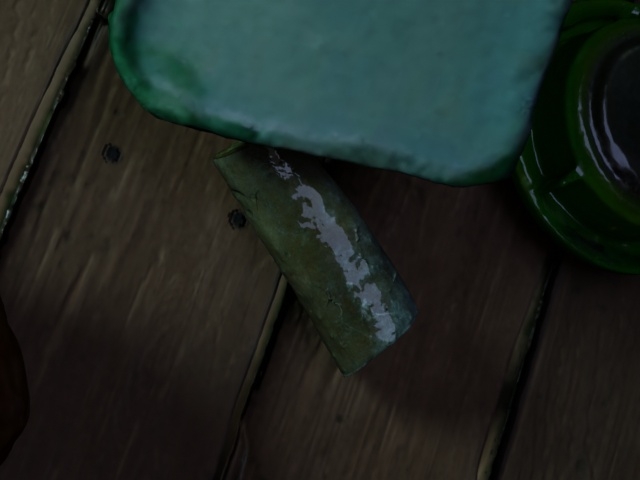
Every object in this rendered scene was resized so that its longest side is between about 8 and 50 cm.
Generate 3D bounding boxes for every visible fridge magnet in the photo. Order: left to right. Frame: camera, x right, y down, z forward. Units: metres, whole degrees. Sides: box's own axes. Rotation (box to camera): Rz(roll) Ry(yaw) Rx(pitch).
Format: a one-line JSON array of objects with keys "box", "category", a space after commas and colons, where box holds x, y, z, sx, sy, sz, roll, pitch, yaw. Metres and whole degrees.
[{"box": [0.222, -0.078, 1.219, 0.208, 0.088, 0.208, 6, 77, -28], "category": "fridge magnet"}]

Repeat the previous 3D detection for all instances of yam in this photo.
[{"box": [0.000, 0.000, 1.094, 0.068, 0.068, 0.169, -34, 98, -30], "category": "yam"}]

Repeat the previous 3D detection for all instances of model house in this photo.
[{"box": [0.009, -0.200, 1.089, 0.281, 0.249, 0.230, 13, 111, -15], "category": "model house"}]

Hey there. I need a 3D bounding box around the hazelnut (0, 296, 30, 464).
[{"box": [-0.228, 0.059, 0.892, 0.161, 0.170, 0.201, 21, 81, -26], "category": "hazelnut"}]
